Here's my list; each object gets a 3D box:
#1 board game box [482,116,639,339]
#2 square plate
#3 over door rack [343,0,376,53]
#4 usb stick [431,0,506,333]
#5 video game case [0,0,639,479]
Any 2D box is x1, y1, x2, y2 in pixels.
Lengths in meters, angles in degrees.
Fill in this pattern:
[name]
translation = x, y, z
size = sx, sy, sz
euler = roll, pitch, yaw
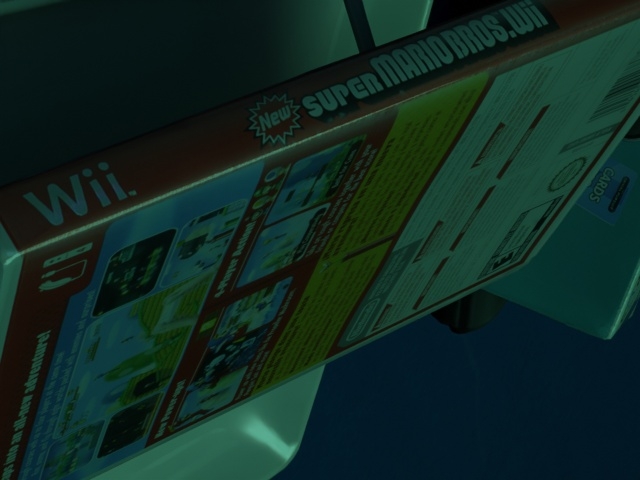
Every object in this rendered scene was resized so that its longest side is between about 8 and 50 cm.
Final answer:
[board game box]
translation = 0.189, -0.121, 0.834
size = 0.336, 0.079, 0.254
euler = -68, 168, 5
[square plate]
translation = -0.092, 0.027, 0.647
size = 0.344, 0.049, 0.347
euler = -28, 142, -46
[over door rack]
translation = 0.070, -0.202, 0.540
size = 0.239, 0.108, 0.324
euler = -46, 145, -32
[usb stick]
translation = 0.101, -0.054, 0.907
size = 0.077, 0.045, 0.278
euler = -42, 151, -33
[video game case]
translation = 0.000, 0.000, 0.553
size = 0.285, 0.025, 0.204
euler = -24, 159, -30
